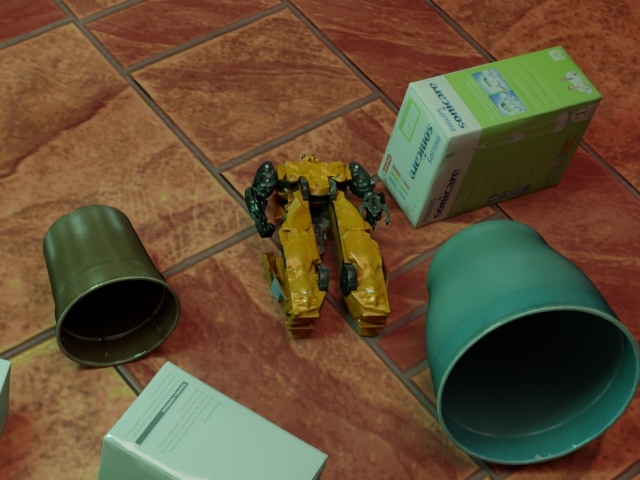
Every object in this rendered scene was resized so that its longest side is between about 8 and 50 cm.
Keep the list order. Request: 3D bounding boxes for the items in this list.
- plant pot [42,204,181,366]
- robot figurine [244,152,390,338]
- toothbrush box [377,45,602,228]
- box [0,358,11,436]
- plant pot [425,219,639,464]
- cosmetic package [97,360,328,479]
[{"bbox_3d":[-0.289,0.052,1.944,0.167,0.167,0.165,-10,47,-22],"label":"plant pot"},{"bbox_3d":[0.000,0.000,2.103,0.211,0.085,0.291,0,52,-15],"label":"robot figurine"},{"bbox_3d":[0.253,-0.157,2.219,0.283,0.206,0.122,-18,58,-26],"label":"toothbrush box"},{"bbox_3d":[-0.482,0.227,1.766,0.181,0.119,0.182,14,49,-3],"label":"box"},{"bbox_3d":[0.259,0.117,1.977,0.271,0.272,0.255,2,36,-13],"label":"plant pot"},{"bbox_3d":[-0.134,0.298,1.729,0.224,0.224,0.138,30,51,10],"label":"cosmetic package"}]
